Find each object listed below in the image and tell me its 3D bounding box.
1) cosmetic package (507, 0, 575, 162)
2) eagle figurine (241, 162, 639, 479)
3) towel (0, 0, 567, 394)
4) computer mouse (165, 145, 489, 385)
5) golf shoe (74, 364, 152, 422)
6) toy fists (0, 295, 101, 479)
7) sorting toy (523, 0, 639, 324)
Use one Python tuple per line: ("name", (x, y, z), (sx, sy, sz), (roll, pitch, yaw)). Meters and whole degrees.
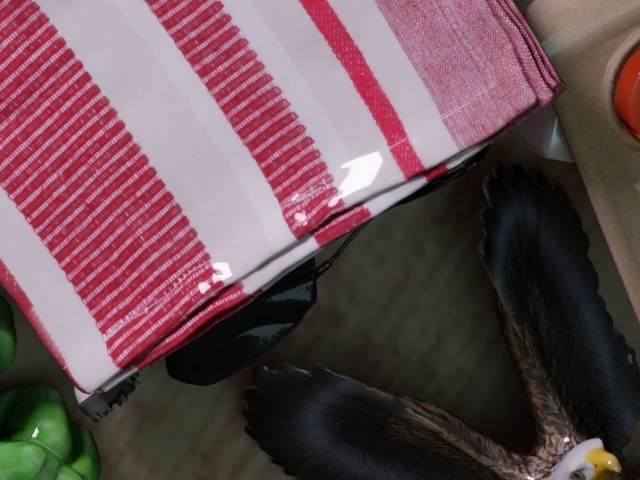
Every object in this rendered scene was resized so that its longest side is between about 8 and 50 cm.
("cosmetic package", (0.228, -0.224, 1.049), (0.197, 0.155, 0.365), (7, 106, -18))
("eagle figurine", (0.131, 0.127, 1.137), (0.298, 0.225, 0.226), (47, 44, 5))
("towel", (-0.068, -0.088, 0.969), (0.329, 0.037, 0.237), (-33, 95, 18))
("computer mouse", (0.000, 0.000, 1.095), (0.242, 0.071, 0.041), (-40, 110, -4))
("golf shoe", (-0.117, 0.005, 1.066), (0.094, 0.077, 0.198), (22, 95, -7))
("toy fists", (-0.217, 0.104, 1.046), (0.142, 0.096, 0.279), (-30, 111, -8))
("sorting toy", (0.283, -0.093, 1.000), (0.307, 0.041, 0.229), (-29, 113, -5))
